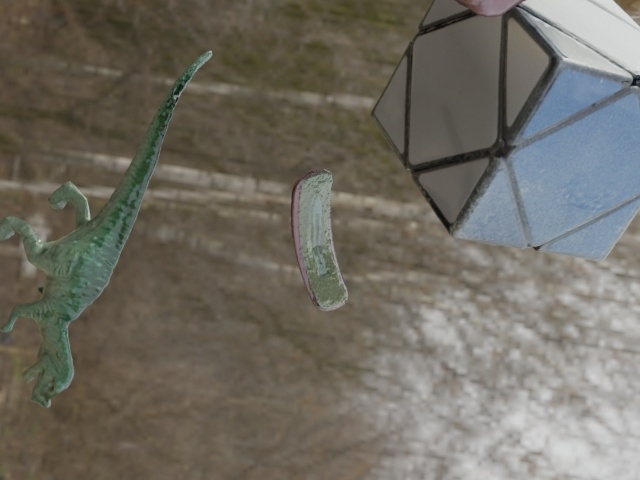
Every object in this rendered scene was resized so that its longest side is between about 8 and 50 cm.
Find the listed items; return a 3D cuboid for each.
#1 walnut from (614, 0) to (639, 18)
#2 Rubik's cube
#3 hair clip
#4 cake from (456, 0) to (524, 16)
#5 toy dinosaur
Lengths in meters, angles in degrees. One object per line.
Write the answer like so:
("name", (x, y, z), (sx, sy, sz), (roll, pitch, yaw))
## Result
("walnut", (0.438, -0.477, 2.210), (0.285, 0.296, 0.285), (-47, -148, 42))
("Rubik's cube", (0.206, -0.127, 1.399), (0.205, 0.205, 0.207), (-60, -142, 28))
("hair clip", (-0.001, 0.000, 1.402), (0.022, 0.054, 0.137), (3, -73, 45))
("cake", (0.187, -0.360, 1.221), (0.230, 0.309, 0.237), (49, -19, 48))
("toy dinosaur", (-0.239, -0.032, 1.416), (0.076, 0.129, 0.383), (13, 97, -80))
